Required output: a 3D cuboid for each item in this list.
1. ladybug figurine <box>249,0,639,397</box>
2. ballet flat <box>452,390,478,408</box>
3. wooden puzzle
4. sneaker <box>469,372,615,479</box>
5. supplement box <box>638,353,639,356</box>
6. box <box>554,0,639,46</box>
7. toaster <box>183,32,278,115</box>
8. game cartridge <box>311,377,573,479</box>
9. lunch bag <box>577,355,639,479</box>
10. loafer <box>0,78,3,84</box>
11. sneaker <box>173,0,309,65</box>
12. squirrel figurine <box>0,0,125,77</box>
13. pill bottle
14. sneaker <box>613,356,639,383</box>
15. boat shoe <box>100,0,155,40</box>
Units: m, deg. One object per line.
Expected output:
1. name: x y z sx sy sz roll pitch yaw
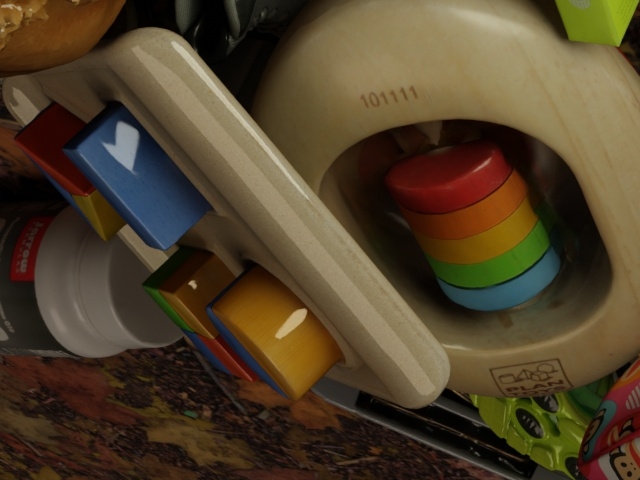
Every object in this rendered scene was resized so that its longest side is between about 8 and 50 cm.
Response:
1. ladybug figurine: 0.113 -0.049 1.365 0.305 0.162 0.449 -10 138 16
2. ballet flat: 0.201 0.148 1.812 0.232 0.080 0.073 25 166 -2
3. wooden puzzle: -0.095 -0.002 1.330 0.322 0.080 0.348 50 162 -16
4. sneaker: 0.254 0.160 1.737 0.295 0.123 0.109 40 128 11
5. supplement box: 0.303 0.062 1.569 0.233 0.080 0.078 25 153 -8
6. box: 0.163 -0.215 1.121 0.042 0.109 0.178 12 152 30
7. toaster: -0.066 -0.072 1.528 0.129 0.146 0.227 8 150 27
8. game cartridge: 0.137 0.185 1.868 0.297 0.062 0.198 22 175 10
9. lunch bag: 0.342 0.084 1.336 0.120 0.293 0.258 50 148 -1
10. loafer: -0.227 -0.214 1.447 0.111 0.112 0.319 38 143 -18
11. sneaker: -0.052 -0.165 1.360 0.086 0.132 0.229 7 149 30
12. squirrel figurine: -0.108 -0.227 1.020 0.370 0.397 0.281 -11 112 23
13. pill bottle: -0.265 0.038 1.877 0.283 0.161 0.161 -2 144 40
14. sneaker: 0.335 0.162 1.621 0.121 0.217 0.079 22 120 -14
15. boat shoe: -0.168 -0.135 1.586 0.095 0.095 0.257 -5 160 -22
